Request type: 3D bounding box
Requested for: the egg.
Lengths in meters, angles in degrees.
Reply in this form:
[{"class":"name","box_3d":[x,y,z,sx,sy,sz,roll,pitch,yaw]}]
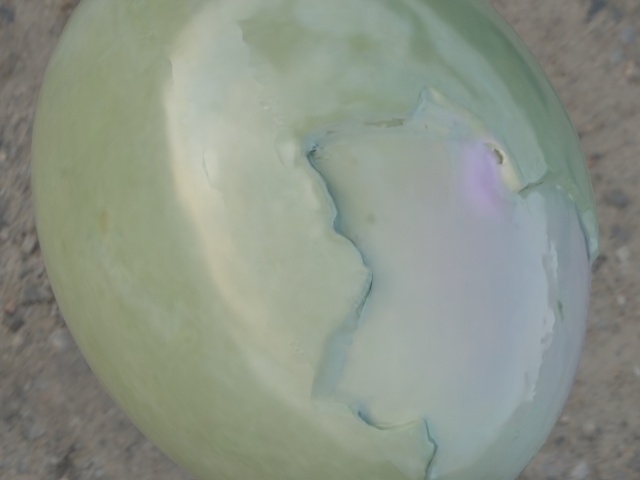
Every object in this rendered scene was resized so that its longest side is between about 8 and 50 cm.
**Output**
[{"class":"egg","box_3d":[0.000,0.000,0.563,0.183,0.183,0.217,-5,56,-21]}]
